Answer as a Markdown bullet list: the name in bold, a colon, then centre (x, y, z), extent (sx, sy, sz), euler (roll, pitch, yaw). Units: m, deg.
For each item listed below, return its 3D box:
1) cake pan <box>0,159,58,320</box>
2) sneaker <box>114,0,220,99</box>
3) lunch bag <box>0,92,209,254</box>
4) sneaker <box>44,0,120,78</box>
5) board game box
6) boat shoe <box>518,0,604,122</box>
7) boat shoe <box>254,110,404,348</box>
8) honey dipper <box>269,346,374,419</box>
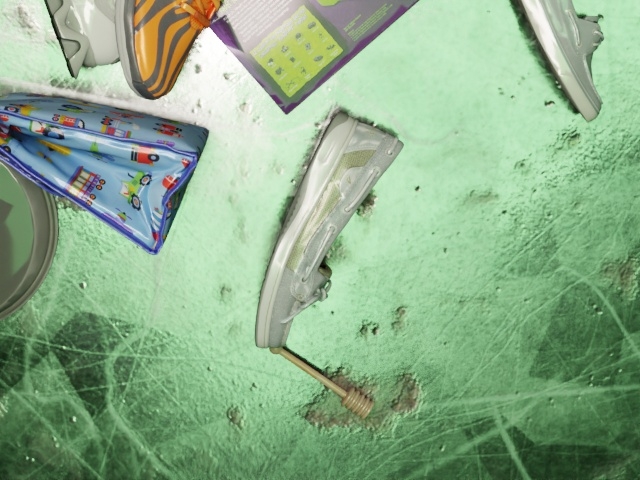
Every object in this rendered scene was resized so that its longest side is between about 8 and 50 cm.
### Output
- **cake pan**: centre (-0.489, -0.016, 1.762), extent (0.293, 0.054, 0.293), euler (0, 102, -1)
- **sneaker**: centre (-0.126, -0.317, 1.608), extent (0.180, 0.124, 0.321), euler (8, 81, 21)
- **lunch bag**: centre (-0.297, -0.118, 1.657), extent (0.293, 0.221, 0.138), euler (23, 101, -6)
- **sneaker**: centre (-0.295, -0.377, 1.667), extent (0.146, 0.122, 0.330), euler (-22, 107, -8)
- **board game box**: centre (0.019, -0.347, 1.706), extent (0.347, 0.056, 0.208), euler (-40, 104, 7)
- **boat shoe**: centre (0.312, -0.261, 1.711), extent (0.081, 0.079, 0.227), euler (-26, 98, 9)
- **boat shoe**: centre (0.001, -0.001, 1.744), extent (0.103, 0.118, 0.320), euler (23, 94, -1)
- **honey dipper**: centre (0.000, 0.182, 1.826), extent (0.161, 0.030, 0.030), euler (36, 99, -4)
